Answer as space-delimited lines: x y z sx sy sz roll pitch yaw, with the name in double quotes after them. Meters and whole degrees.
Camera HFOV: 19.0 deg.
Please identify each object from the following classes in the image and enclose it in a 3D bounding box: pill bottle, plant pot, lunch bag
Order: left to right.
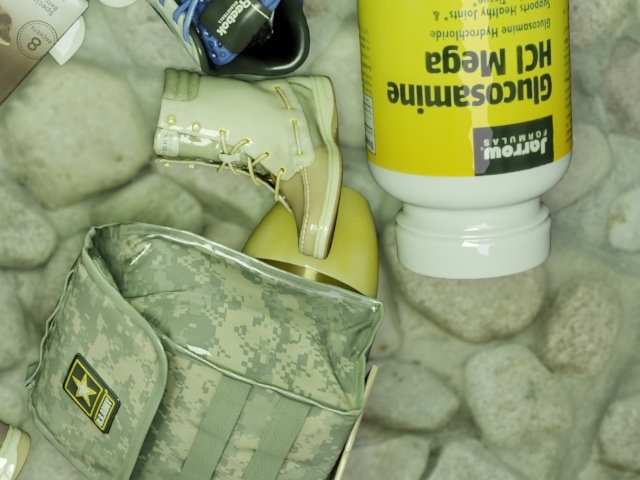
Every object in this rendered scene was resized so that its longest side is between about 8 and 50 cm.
-0.117 0.128 1.719 0.287 0.169 0.235 20 133 -5 "lunch bag"
0.000 0.000 1.766 0.134 0.134 0.095 24 73 -16 "plant pot"
0.130 -0.144 1.703 0.188 0.188 0.334 -7 108 -8 "pill bottle"

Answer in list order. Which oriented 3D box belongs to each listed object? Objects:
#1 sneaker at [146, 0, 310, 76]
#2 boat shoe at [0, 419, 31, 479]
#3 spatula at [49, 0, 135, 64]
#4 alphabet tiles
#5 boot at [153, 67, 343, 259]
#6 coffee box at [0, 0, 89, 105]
-0.111 -0.242 1.609 0.315 0.182 0.127 38 98 -28 "sneaker"
-0.387 0.274 1.785 0.092 0.103 0.285 39 93 -13 "boat shoe"
-0.241 -0.299 1.681 0.168 0.019 0.242 -38 105 3 "spatula"
0.008 0.237 1.754 0.009 0.198 0.237 18 79 1 "alphabet tiles"
-0.066 -0.071 1.689 0.165 0.213 0.077 5 136 -10 "boot"
-0.356 -0.243 1.589 0.297 0.119 0.168 41 101 -20 "coffee box"
